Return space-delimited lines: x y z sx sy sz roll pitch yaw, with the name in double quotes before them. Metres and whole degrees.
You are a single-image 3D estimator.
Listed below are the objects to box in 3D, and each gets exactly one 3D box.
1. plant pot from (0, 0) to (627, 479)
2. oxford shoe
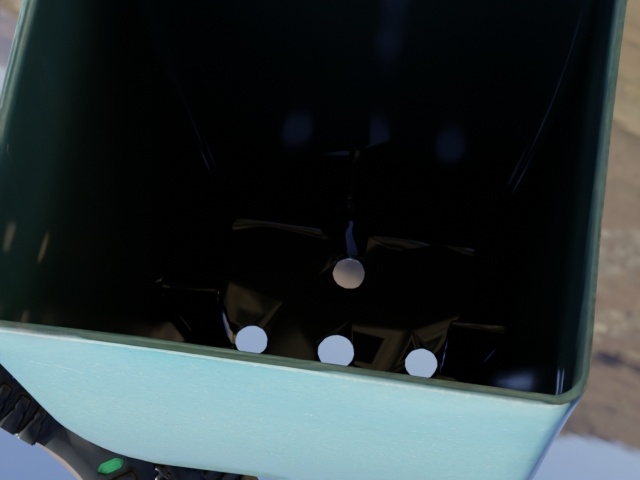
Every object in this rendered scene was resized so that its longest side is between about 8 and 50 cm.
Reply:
"plant pot" 0.000 0.000 0.620 0.166 0.165 0.234 8 158 5
"oxford shoe" -0.110 0.108 1.067 0.227 0.083 0.096 46 177 -15
